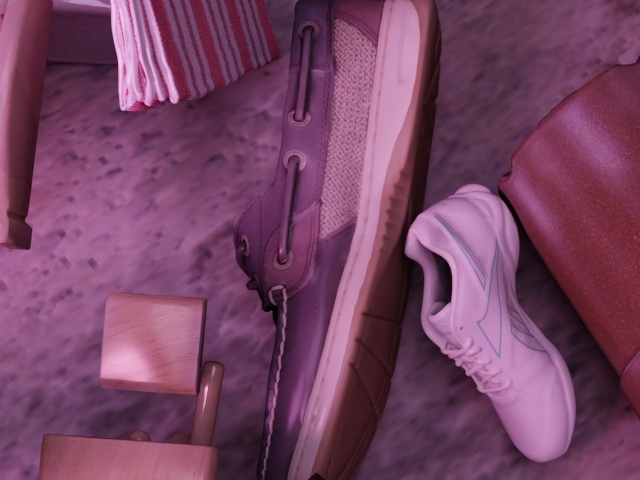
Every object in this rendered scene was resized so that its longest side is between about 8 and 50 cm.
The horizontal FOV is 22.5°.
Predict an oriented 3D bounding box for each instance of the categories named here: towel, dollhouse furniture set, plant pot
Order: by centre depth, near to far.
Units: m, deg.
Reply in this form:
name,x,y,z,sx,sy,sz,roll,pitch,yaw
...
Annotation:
name,x,y,z,sx,sy,sz,roll,pitch,yaw
dollhouse furniture set,-0.188,-0.044,0.706,0.303,0.174,0.355,4,85,6
towel,-0.075,-0.147,0.825,0.029,0.197,0.144,-13,99,17
plant pot,0.190,-0.002,0.833,0.167,0.167,0.165,-32,70,-11

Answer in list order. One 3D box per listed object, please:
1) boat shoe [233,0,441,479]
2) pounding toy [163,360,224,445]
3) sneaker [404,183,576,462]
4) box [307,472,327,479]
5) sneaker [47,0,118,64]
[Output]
name,x,y,z,sx,sy,sz,roll,pitch,yaw
boat shoe,0.000,0.000,0.852,0.092,0.103,0.285,8,77,14
pounding toy,-0.079,0.155,0.798,0.141,0.100,0.130,-29,78,-10
sneaker,0.084,0.050,0.842,0.061,0.054,0.152,-24,94,-39
box,-0.013,0.239,0.760,0.184,0.045,0.190,-42,115,-13
sneaker,-0.208,-0.188,0.892,0.296,0.104,0.146,6,72,-7
